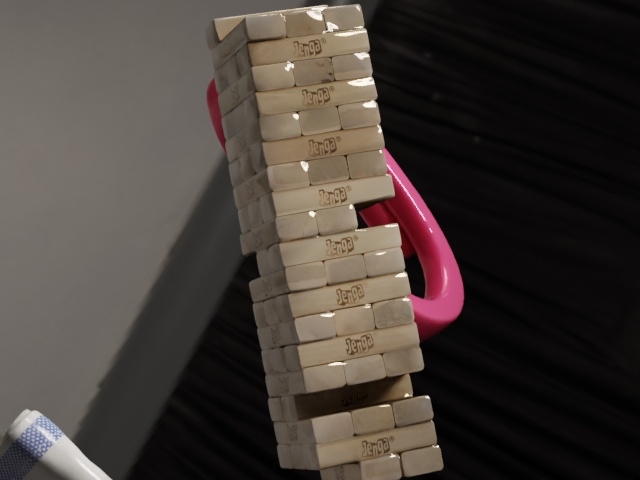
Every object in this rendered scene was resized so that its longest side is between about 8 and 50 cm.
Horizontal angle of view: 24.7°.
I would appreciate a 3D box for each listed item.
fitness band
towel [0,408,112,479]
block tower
[{"bbox_3d":[0.016,-0.040,1.244,0.054,0.291,0.209,-39,175,21],"label":"fitness band"},{"bbox_3d":[-0.091,0.224,0.810,0.209,0.285,0.034,-49,-178,46],"label":"towel"},{"bbox_3d":[0.000,0.000,1.008,0.091,0.097,0.336,-9,86,-20],"label":"block tower"}]
